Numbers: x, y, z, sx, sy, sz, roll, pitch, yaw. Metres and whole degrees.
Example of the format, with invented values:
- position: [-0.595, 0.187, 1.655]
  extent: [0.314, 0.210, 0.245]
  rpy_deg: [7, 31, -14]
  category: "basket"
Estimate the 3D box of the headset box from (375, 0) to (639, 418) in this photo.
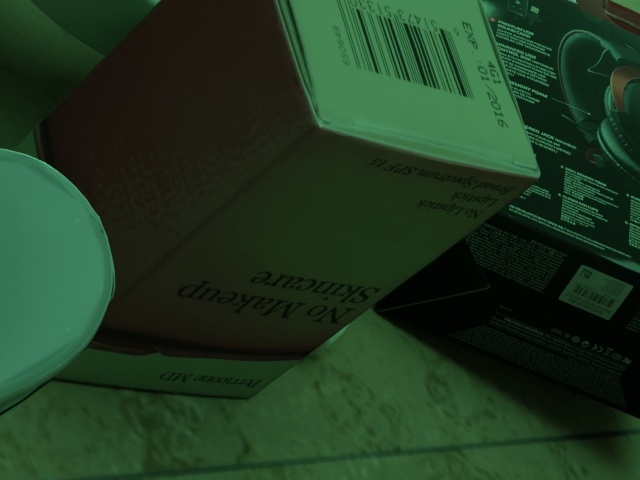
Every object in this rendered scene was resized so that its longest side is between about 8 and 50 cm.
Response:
- position: [0.169, -0.046, 1.265]
  extent: [0.218, 0.110, 0.293]
  rpy_deg: [22, 41, -9]
  category: "headset box"

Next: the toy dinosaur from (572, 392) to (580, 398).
- position: [0.253, 0.047, 1.352]
  extent: [0.268, 0.064, 0.118]
  rpy_deg: [3, 62, -41]
  category: "toy dinosaur"

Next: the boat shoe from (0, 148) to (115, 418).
- position: [-0.260, 0.074, 0.740]
  extent: [0.367, 0.156, 0.136]
  rpy_deg: [-24, 79, -23]
  category: "boat shoe"

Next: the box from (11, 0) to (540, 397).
- position: [-0.033, -0.033, 0.978]
  extent: [0.149, 0.232, 0.127]
  rpy_deg: [10, 53, -41]
  category: "box"

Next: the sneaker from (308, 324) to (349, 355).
- position: [0.000, 0.000, 1.137]
  extent: [0.070, 0.051, 0.134]
  rpy_deg: [45, 40, -13]
  category: "sneaker"

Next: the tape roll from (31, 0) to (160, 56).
- position: [-0.061, -0.273, 1.067]
  extent: [0.392, 0.072, 0.392]
  rpy_deg: [12, 73, -44]
  category: "tape roll"
